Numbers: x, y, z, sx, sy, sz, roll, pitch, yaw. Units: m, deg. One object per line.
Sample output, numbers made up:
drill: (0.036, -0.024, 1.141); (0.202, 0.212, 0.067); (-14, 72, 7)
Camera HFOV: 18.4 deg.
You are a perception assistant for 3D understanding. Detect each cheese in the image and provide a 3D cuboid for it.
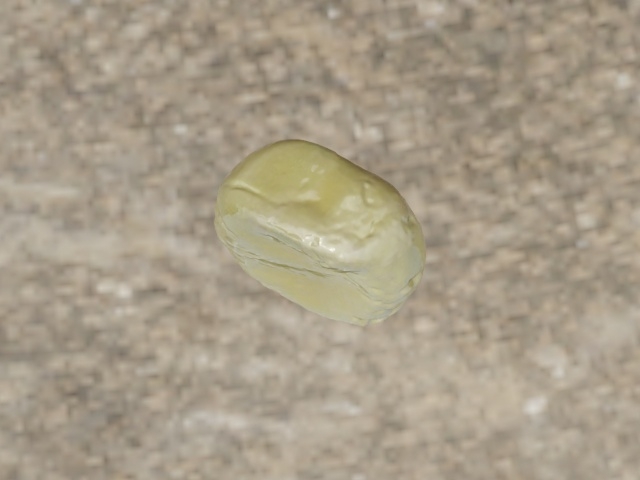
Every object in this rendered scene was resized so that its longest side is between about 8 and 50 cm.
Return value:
cheese: (0.000, 0.000, 2.038); (0.226, 0.117, 0.214); (28, 156, 12)
